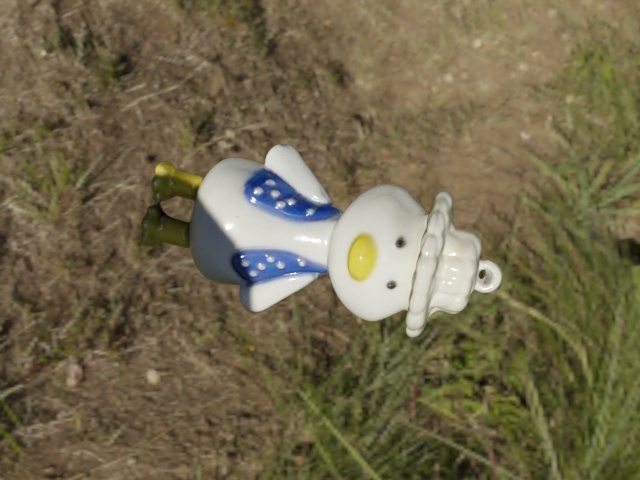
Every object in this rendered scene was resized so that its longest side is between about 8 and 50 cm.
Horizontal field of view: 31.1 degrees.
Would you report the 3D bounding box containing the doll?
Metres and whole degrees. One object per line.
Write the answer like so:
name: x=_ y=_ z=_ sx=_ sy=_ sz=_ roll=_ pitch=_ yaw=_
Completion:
doll: x=0.000 y=0.000 z=0.919 sx=0.119 sy=0.293 sz=0.138 roll=11 pitch=92 yaw=-80
